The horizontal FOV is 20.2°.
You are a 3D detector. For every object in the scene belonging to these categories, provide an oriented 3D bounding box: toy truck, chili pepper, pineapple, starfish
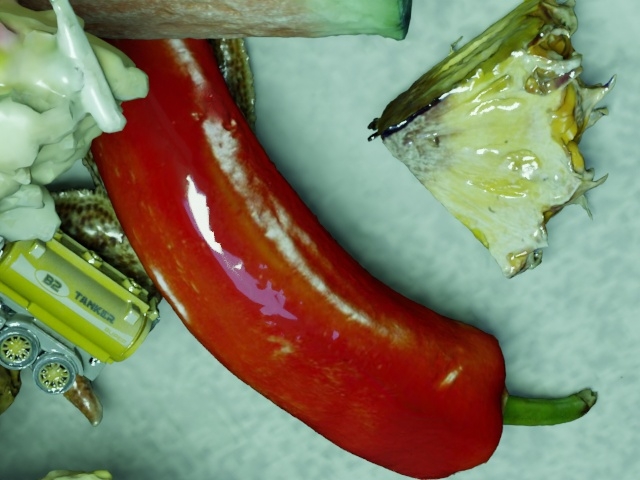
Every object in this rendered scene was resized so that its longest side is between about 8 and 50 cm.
[{"bbox_3d":[-0.138,0.018,0.834,0.123,0.052,0.063,37,104,-21],"label":"toy truck"},{"bbox_3d":[-0.007,0.001,0.833,0.368,0.092,0.137,48,67,-21],"label":"chili pepper"},{"bbox_3d":[0.080,-0.047,0.854,0.116,0.069,0.137,4,111,1],"label":"pineapple"},{"bbox_3d":[-0.076,-0.007,0.884,0.238,0.057,0.213,35,102,-11],"label":"starfish"}]

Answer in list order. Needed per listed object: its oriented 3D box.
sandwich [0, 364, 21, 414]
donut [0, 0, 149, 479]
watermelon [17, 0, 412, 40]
[{"bbox_3d":[-0.349,0.066,0.888,0.325,0.131,0.262,-36,105,15],"label":"sandwich"},{"bbox_3d":[-0.194,0.071,0.734,0.307,0.150,0.371,-8,116,3],"label":"donut"},{"bbox_3d":[-0.107,-0.158,0.698,0.250,0.283,0.293,38,116,23],"label":"watermelon"}]
